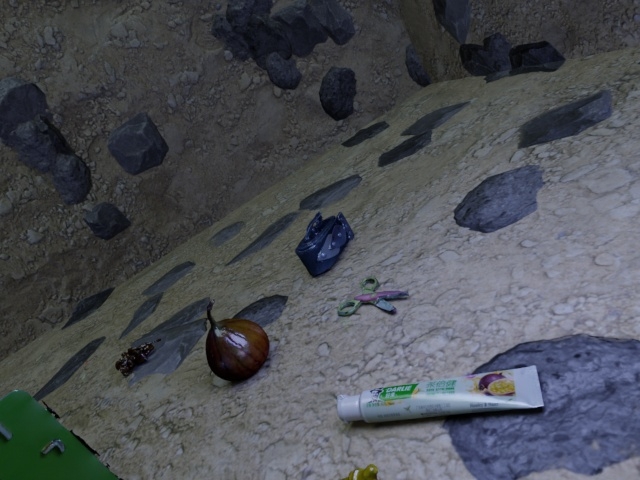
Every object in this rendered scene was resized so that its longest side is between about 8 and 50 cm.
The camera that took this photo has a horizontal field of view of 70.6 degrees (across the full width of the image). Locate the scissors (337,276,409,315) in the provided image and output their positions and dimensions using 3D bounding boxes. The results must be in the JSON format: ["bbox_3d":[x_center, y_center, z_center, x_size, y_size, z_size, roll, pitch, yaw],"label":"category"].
[{"bbox_3d":[0.125,0.135,1.054,0.133,0.020,0.187,-45,22,-25],"label":"scissors"}]

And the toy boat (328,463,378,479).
[{"bbox_3d":[-0.049,0.399,0.586,0.318,0.099,0.141,-28,24,1],"label":"toy boat"}]

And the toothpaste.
[{"bbox_3d":[0.172,0.246,0.699,0.314,0.056,0.058,-18,64,25],"label":"toothpaste"}]

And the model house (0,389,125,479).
[{"bbox_3d":[-0.618,0.454,0.887,0.313,0.357,0.242,-7,33,45],"label":"model house"}]

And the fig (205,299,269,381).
[{"bbox_3d":[-0.211,0.252,1.066,0.148,0.202,0.149,-37,52,25],"label":"fig"}]

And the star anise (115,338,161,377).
[{"bbox_3d":[-0.588,0.368,1.469,0.191,0.070,0.097,-27,18,6],"label":"star anise"}]

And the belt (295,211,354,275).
[{"bbox_3d":[0.000,0.001,1.385,0.122,0.128,0.218,-18,23,34],"label":"belt"}]
